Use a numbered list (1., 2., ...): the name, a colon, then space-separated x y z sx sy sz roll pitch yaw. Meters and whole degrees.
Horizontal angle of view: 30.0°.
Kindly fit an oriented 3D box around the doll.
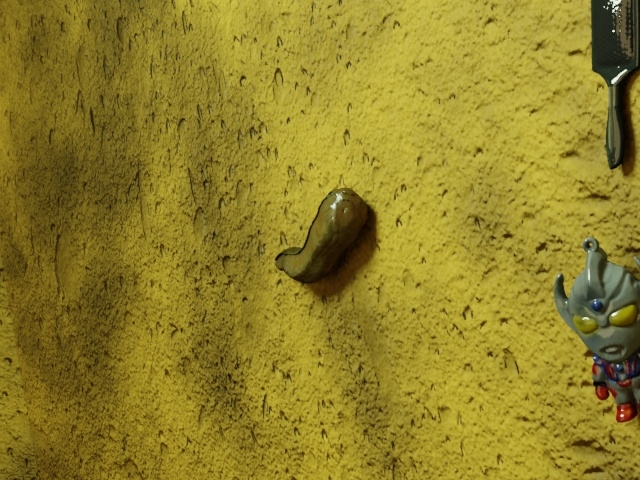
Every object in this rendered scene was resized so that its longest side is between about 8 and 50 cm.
1. doll: 0.302 0.091 1.233 0.104 0.062 0.194 -14 92 56

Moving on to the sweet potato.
1. sweet potato: 0.000 0.006 1.642 0.233 0.062 0.081 -48 43 51

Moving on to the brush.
1. brush: 0.301 -0.169 1.219 0.063 0.016 0.193 6 101 55
